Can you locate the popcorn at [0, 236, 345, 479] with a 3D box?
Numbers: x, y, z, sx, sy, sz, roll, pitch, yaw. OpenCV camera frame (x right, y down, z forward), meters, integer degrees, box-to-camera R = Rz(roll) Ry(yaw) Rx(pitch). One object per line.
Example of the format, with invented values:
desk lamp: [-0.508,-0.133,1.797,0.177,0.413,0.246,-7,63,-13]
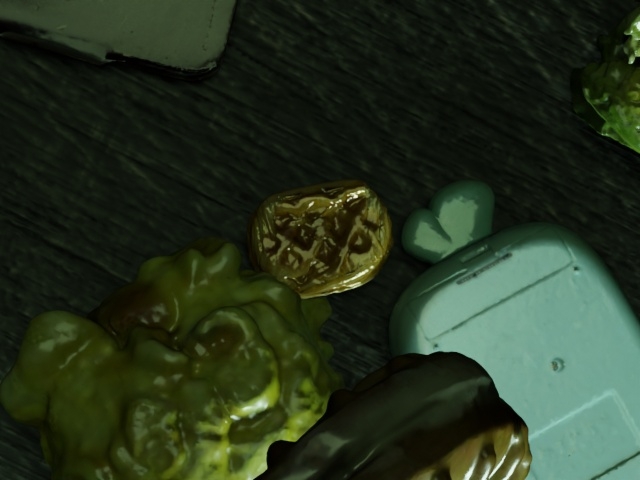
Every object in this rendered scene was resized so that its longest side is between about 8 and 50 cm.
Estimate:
popcorn: [-0.092,0.103,1.243,0.217,0.181,0.235,32,65,4]

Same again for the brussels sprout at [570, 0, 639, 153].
brussels sprout: [0.290,-0.123,1.382,0.181,0.100,0.139,4,88,-8]

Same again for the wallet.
wallet: [-0.188,-0.206,1.370,0.255,0.031,0.137,14,78,-3]

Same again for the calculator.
calculator: [0.156,0.091,1.346,0.184,0.042,0.295,-28,84,-12]

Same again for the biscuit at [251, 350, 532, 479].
biscuit: [0.005,0.205,1.161,0.332,0.332,0.103,-40,69,-13]

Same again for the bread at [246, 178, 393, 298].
bread: [0.000,0.000,1.346,0.111,0.044,0.083,-13,84,-8]
